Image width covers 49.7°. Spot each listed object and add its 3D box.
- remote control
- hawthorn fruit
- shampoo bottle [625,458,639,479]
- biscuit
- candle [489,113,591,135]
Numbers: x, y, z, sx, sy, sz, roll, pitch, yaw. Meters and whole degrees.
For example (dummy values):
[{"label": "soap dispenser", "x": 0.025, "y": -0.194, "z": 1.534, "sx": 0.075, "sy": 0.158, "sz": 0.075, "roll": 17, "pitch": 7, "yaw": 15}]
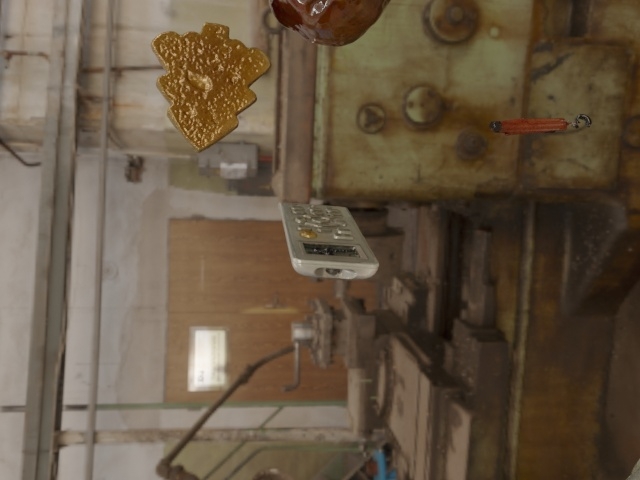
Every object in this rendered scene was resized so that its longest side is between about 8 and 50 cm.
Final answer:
[{"label": "remote control", "x": 0.000, "y": 0.000, "z": 0.991, "sx": 0.313, "sy": 0.110, "sz": 0.055, "roll": -111, "pitch": 27, "yaw": -72}, {"label": "hawthorn fruit", "x": 0.010, "y": -0.395, "z": 0.996, "sx": 0.248, "sy": 0.208, "sz": 0.208, "roll": -35, "pitch": -53, "yaw": -80}, {"label": "shampoo bottle", "x": 0.616, "y": 0.398, "z": 0.993, "sx": 0.317, "sy": 0.322, "sz": 0.322, "roll": 44, "pitch": 146, "yaw": 28}, {"label": "biscuit", "x": -0.198, "y": -0.267, "z": 1.211, "sx": 0.041, "sy": 0.212, "sz": 0.238, "roll": 155, "pitch": 123, "yaw": -75}, {"label": "candle", "x": 0.284, "y": -0.149, "z": 0.888, "sx": 0.026, "sy": 0.167, "sz": 0.021, "roll": -42, "pitch": 60, "yaw": 56}]
